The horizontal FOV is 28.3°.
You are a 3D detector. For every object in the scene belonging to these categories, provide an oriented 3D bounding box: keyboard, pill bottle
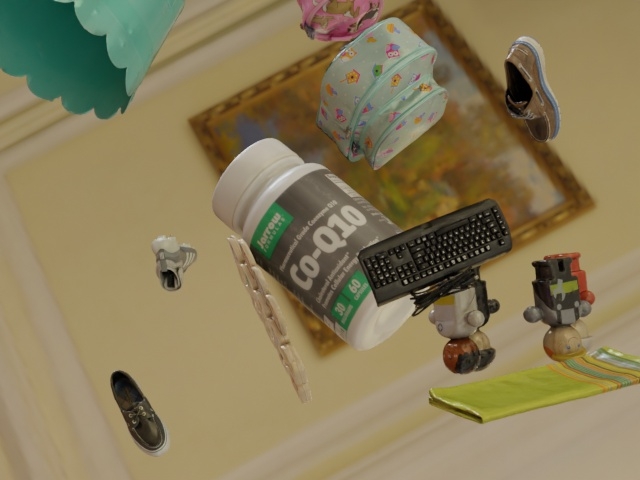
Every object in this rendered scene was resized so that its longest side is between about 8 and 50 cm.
[{"bbox_3d":[0.149,0.022,1.536,0.038,0.192,0.100,137,-70,-78],"label":"keyboard"},{"bbox_3d":[0.000,0.000,2.133,0.361,0.204,0.204,40,-12,21],"label":"pill bottle"}]

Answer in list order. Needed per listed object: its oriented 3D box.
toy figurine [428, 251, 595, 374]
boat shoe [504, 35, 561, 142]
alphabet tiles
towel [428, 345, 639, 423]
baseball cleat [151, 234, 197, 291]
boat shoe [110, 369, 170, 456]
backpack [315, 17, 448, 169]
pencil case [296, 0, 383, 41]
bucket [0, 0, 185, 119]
[{"bbox_3d":[0.250,0.100,1.652,0.209,0.213,0.148,-8,92,-77],"label":"toy figurine"},{"bbox_3d":[0.316,-0.221,1.956,0.066,0.066,0.183,14,-43,46],"label":"boat shoe"},{"bbox_3d":[-0.085,0.129,2.103,0.278,0.021,0.284,81,-16,-59],"label":"alphabet tiles"},{"bbox_3d":[0.235,0.147,1.312,0.102,0.237,0.021,9,-74,62],"label":"towel"},{"bbox_3d":[-0.292,0.052,2.522,0.206,0.072,0.109,36,48,-75],"label":"baseball cleat"},{"bbox_3d":[-0.254,0.238,1.755,0.142,0.049,0.040,52,-8,34],"label":"boat shoe"},{"bbox_3d":[0.083,-0.199,1.700,0.144,0.166,0.188,46,-17,23],"label":"backpack"},{"bbox_3d":[-0.030,-0.536,2.293,0.160,0.167,0.386,25,35,-60],"label":"pencil case"},{"bbox_3d":[-0.332,-0.323,1.740,0.281,0.183,0.281,25,-28,14],"label":"bucket"}]
